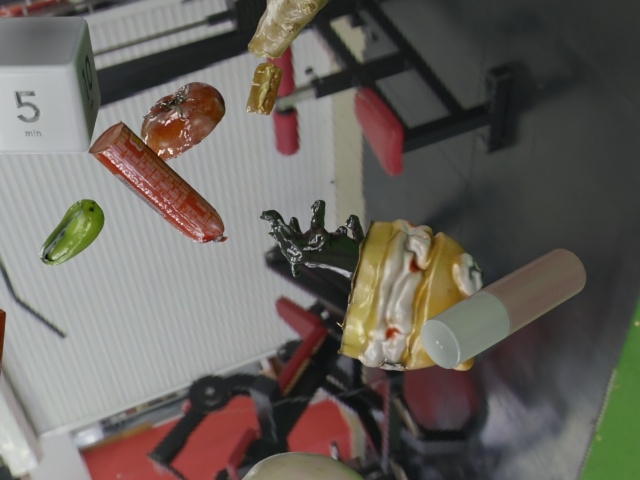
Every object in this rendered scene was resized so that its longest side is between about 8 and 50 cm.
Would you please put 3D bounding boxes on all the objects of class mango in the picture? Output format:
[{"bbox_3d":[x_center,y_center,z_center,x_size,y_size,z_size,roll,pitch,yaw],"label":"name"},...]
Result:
[{"bbox_3d":[-0.477,-0.009,1.832,0.074,0.165,0.091,37,-160,-20],"label":"mango"}]

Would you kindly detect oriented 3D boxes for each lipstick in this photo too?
[{"bbox_3d":[0.245,0.086,1.254,0.070,0.254,0.070,32,134,40],"label":"lipstick"}]

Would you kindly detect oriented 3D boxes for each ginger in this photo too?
[{"bbox_3d":[-0.066,-0.551,2.027,0.375,0.166,0.236,-22,72,53],"label":"ginger"}]

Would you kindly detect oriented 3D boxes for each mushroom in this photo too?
[{"bbox_3d":[-0.042,0.611,1.864,0.325,0.353,0.353,-92,-12,-70],"label":"mushroom"}]

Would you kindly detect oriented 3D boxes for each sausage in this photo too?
[{"bbox_3d":[-0.250,-0.078,1.541,0.274,0.074,0.074,45,180,-29],"label":"sausage"}]

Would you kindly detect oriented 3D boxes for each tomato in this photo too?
[{"bbox_3d":[-0.320,-0.281,2.157,0.095,0.237,0.237,54,174,-25],"label":"tomato"}]

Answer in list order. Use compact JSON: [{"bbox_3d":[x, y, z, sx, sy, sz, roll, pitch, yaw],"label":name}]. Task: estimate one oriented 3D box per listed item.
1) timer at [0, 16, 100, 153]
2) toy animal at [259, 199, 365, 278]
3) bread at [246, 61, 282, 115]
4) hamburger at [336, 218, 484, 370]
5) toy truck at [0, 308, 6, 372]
[{"bbox_3d":[-0.535,-0.294,1.799,0.192,0.195,0.195,-93,4,-48],"label":"timer"},{"bbox_3d":[0.001,-0.004,1.822,0.114,0.245,0.146,116,152,-42],"label":"toy animal"},{"bbox_3d":[-0.139,-0.372,2.339,0.074,0.053,0.132,21,93,54],"label":"bread"},{"bbox_3d":[0.163,0.104,1.623,0.276,0.237,0.276,14,-90,-84],"label":"hamburger"},{"bbox_3d":[-0.575,0.221,1.515,0.114,0.107,0.252,17,104,31],"label":"toy truck"}]
